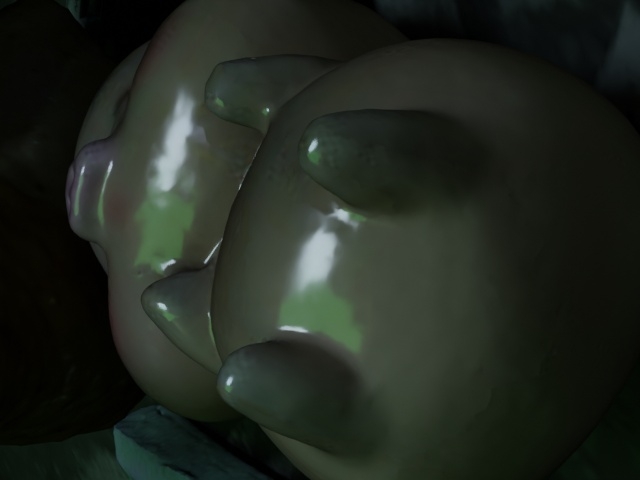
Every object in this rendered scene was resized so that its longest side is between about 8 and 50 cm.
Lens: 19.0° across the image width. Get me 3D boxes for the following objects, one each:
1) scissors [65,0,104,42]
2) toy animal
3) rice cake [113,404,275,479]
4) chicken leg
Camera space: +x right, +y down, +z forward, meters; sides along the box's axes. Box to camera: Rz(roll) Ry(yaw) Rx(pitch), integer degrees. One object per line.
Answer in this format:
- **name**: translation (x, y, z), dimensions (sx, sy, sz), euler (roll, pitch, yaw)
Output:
- **scissors**: translation (-0.108, -0.097, 0.876), dimensions (0.058, 0.014, 0.119), euler (52, 153, 17)
- **toy animal**: translation (0.009, -0.008, 0.596), dimensions (0.166, 0.154, 0.250), euler (-65, 29, 7)
- **rice cake**: translation (-0.024, 0.162, 0.896), dimensions (0.237, 0.043, 0.127), euler (21, 127, 53)
- **chicken leg**: translation (-0.167, -0.016, 0.695), dimensions (0.295, 0.182, 0.409), euler (62, -168, -14)
